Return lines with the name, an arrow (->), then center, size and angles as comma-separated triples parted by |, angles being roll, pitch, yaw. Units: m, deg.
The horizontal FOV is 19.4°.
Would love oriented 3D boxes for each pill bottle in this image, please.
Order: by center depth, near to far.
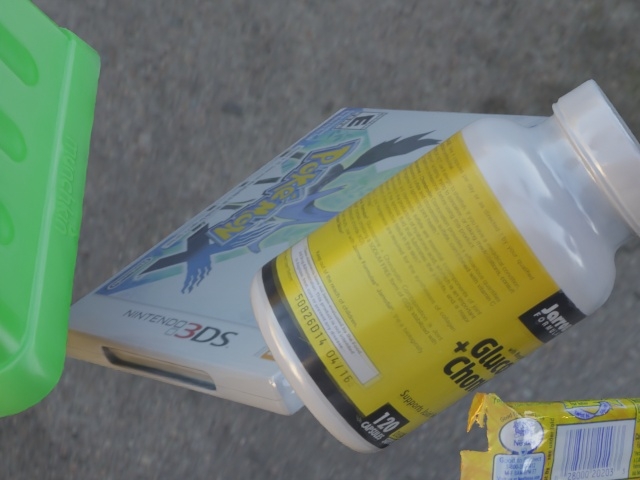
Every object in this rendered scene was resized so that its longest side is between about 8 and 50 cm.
pill bottle -> 0.067, 0.009, 0.850 | 0.184, 0.103, 0.103 | -34, 72, 11

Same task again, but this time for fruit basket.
fruit basket -> -0.291, 0.020, 1.364 | 0.283, 0.392, 0.392 | -14, 65, 14

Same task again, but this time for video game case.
video game case -> 0.000, 0.000, 1.370 | 0.329, 0.300, 0.036 | -37, 116, -28

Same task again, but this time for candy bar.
candy bar -> 0.105, 0.065, 0.599 | 0.161, 0.018, 0.040 | 1, 97, -39
